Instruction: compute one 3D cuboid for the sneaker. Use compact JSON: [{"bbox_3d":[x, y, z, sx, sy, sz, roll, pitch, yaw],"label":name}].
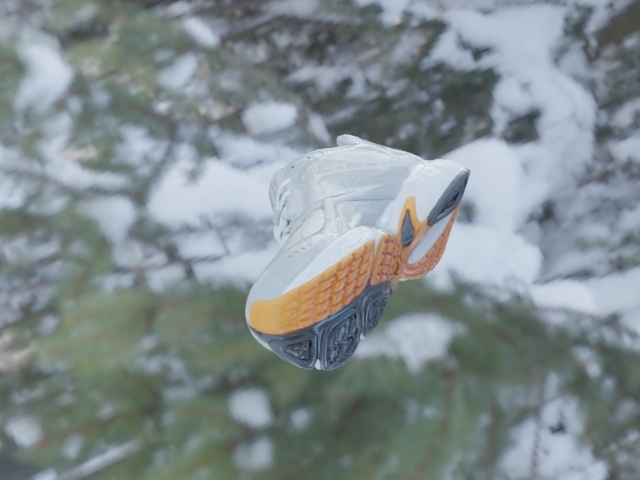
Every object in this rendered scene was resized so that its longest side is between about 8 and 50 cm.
[{"bbox_3d":[0.000,0.000,1.129,0.121,0.262,0.099,24,-62,18],"label":"sneaker"}]
